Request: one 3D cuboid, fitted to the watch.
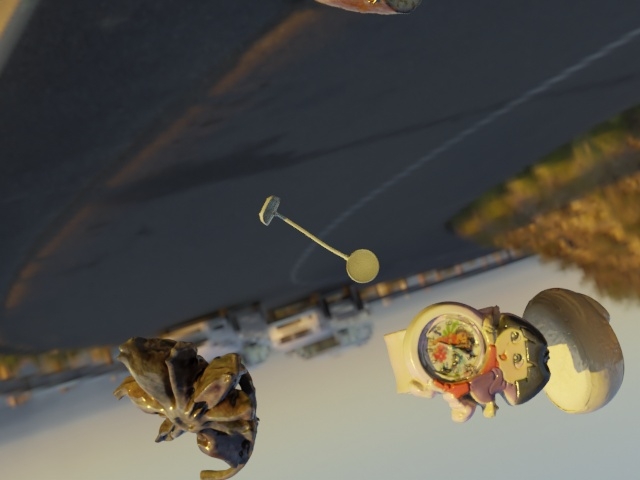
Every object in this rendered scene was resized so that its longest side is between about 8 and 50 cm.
[{"bbox_3d":[0.239,0.195,2.016,0.244,0.196,0.231,-14,173,-4],"label":"watch"}]

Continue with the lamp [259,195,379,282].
[{"bbox_3d":[0.000,0.000,1.830,0.050,0.198,0.056,-60,179,-5],"label":"lamp"}]

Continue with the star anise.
[{"bbox_3d":[-0.211,0.265,2.067,0.359,0.316,0.139,-36,-166,47],"label":"star anise"}]

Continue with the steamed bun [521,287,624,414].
[{"bbox_3d":[0.451,0.188,2.161,0.130,0.228,0.177,-14,153,-25],"label":"steamed bun"}]

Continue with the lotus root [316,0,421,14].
[{"bbox_3d":[0.064,-0.404,1.516,0.250,0.316,0.316,2,-169,44],"label":"lotus root"}]
